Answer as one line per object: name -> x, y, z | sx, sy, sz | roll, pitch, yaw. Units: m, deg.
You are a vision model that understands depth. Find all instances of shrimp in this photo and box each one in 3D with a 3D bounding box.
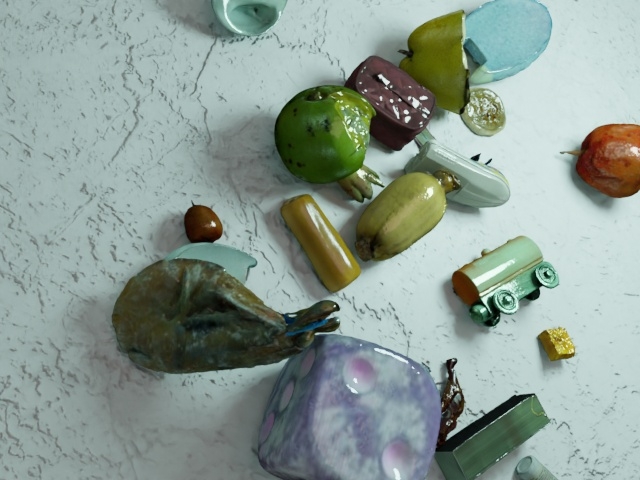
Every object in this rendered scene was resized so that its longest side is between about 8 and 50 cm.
shrimp -> -0.181, 0.142, 1.247 | 0.446, 0.110, 0.221 | -1, 90, 10

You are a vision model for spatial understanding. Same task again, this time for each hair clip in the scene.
hair clip -> 0.262, -0.284, 1.718 | 0.054, 0.022, 0.137 | -31, 84, -28

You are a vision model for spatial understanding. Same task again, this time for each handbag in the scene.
handbag -> 0.163, -0.337, 1.623 | 0.225, 0.135, 0.146 | 36, 64, -4

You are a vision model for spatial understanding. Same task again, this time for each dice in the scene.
dice -> 0.053, 0.351, 1.281 | 0.270, 0.270, 0.271 | 25, 65, -14

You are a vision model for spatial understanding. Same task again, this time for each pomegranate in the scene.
pomegranate -> 0.029, -0.208, 1.506 | 0.236, 0.236, 0.302 | -57, 133, -27

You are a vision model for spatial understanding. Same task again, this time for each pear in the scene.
pear -> 0.291, -0.452, 1.707 | 0.178, 0.267, 0.267 | -2, 71, 12

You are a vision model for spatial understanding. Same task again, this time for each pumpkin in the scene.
pumpkin -> 0.596, 0.264, 1.669 | 0.074, 0.054, 0.083 | 0, 52, -27

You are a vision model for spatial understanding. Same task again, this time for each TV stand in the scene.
TV stand -> 0.389, 0.444, 1.499 | 0.270, 0.088, 0.082 | -23, 82, -28

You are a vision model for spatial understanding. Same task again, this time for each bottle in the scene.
bottle -> 0.548, 0.591, 1.537 | 0.217, 0.060, 0.060 | 44, 62, -4

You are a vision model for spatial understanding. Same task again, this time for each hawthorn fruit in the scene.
hawthorn fruit -> -0.248, -0.039, 1.387 | 0.081, 0.081, 0.093 | -6, 66, -25
hawthorn fruit -> 0.795, -0.235, 1.854 | 0.243, 0.207, 0.207 | 13, 66, 9

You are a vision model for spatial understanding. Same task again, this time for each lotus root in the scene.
lotus root -> 0.192, -0.060, 1.549 | 0.303, 0.131, 0.146 | -40, 122, -15

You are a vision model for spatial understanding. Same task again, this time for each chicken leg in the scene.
chicken leg -> 0.285, 0.372, 1.501 | 0.089, 0.048, 0.219 | 39, 62, -11

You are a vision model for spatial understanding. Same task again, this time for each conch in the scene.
conch -> -0.169, -0.579, 1.572 | 0.221, 0.121, 0.185 | -36, 93, -21

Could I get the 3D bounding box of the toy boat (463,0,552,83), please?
toy boat -> 0.509, -0.563, 1.885 | 0.330, 0.123, 0.215 | -36, 81, -17

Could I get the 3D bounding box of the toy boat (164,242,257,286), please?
toy boat -> -0.230, 0.072, 1.370 | 0.208, 0.079, 0.134 | 7, 85, -30

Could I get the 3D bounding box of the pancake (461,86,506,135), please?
pancake -> 0.450, -0.357, 1.822 | 0.152, 0.025, 0.151 | 7, 71, -20

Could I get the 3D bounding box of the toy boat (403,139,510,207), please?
toy boat -> 0.349, -0.169, 1.663 | 0.269, 0.141, 0.140 | 14, 68, -21

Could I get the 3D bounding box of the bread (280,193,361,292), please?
bread -> 0.000, 0.000, 1.485 | 0.093, 0.074, 0.239 | -32, 87, -23

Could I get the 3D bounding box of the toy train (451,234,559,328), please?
toy train -> 0.455, 0.093, 1.638 | 0.285, 0.116, 0.177 | -25, 72, -27
